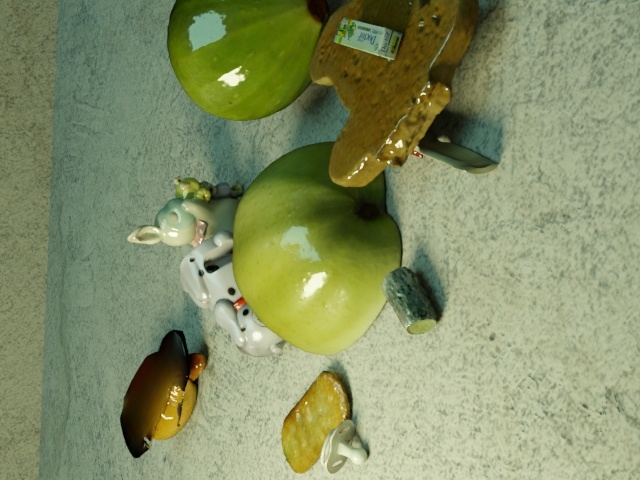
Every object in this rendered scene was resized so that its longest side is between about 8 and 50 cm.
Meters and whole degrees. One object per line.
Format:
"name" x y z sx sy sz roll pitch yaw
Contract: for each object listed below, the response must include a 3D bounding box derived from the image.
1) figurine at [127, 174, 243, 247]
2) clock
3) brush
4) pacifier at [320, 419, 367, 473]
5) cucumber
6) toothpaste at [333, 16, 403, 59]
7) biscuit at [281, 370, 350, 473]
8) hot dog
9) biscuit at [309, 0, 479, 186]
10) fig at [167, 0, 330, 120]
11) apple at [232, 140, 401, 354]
"figurine" -0.279 -0.052 2.270 0.127 0.236 0.155 30 113 57
"clock" -0.141 0.123 2.112 0.254 0.189 0.189 57 137 25
"brush" 0.158 -0.138 1.690 0.321 0.060 0.050 33 128 57
"pacifier" 0.042 0.358 1.841 0.078 0.081 0.099 21 108 30
"cucumber" 0.141 0.097 1.697 0.112 0.064 0.064 60 137 40
"toothpaste" 0.073 -0.316 1.685 0.164 0.034 0.046 36 110 61
"biscuit" -0.010 0.331 1.972 0.247 0.029 0.118 -55 49 43
"hot dog" -0.335 0.354 2.476 0.326 0.107 0.194 -45 59 38
"biscuit" 0.108 -0.289 1.721 0.368 0.076 0.394 -58 32 29
"fig" -0.115 -0.375 1.972 0.316 0.316 0.316 -10 79 60
"apple" 0.000 0.000 1.925 0.320 0.311 0.360 43 144 -4
